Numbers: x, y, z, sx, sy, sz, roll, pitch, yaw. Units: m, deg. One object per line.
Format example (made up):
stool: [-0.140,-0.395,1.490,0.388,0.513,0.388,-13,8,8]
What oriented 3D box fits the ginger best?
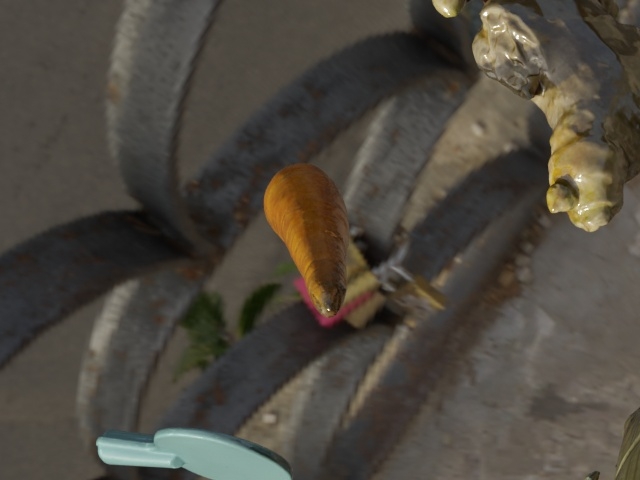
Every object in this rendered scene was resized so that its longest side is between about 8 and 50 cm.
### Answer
ginger: [0.178,-0.153,1.307,0.166,0.080,0.333,-4,59,-26]

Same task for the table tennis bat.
table tennis bat: [-0.143,0.237,1.901,0.244,0.153,0.040,2,63,31]

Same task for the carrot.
carrot: [0.000,0.000,1.250,0.061,0.257,0.061,-3,110,-9]

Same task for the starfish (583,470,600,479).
starfish: [0.173,0.265,1.115,0.053,0.176,0.208,6,40,-11]

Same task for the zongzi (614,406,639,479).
zongzi: [0.400,0.171,1.265,0.218,0.467,0.500,40,122,-5]
